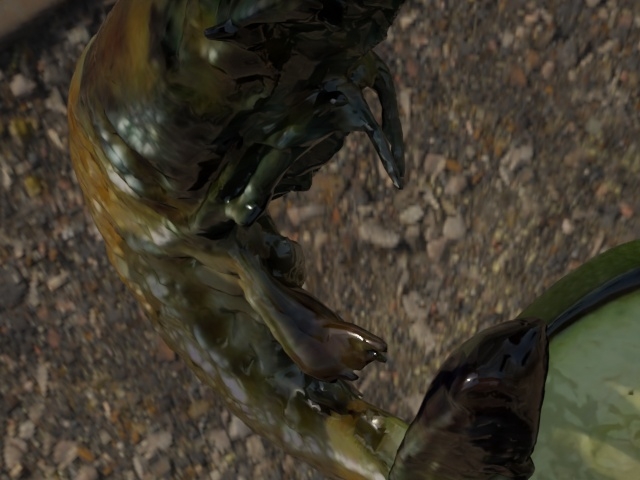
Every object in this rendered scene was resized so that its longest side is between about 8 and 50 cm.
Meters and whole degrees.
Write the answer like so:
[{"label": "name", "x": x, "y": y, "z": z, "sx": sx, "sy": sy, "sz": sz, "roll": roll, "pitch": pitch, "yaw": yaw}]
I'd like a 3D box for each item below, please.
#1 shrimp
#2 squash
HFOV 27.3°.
[{"label": "shrimp", "x": 0.000, "y": 0.000, "z": 0.497, "sx": 0.085, "sy": 0.445, "sz": 0.272, "roll": -35, "pitch": 82, "yaw": -23}, {"label": "squash", "x": 0.184, "y": 0.117, "z": 0.676, "sx": 0.252, "sy": 0.049, "sz": 0.252, "roll": -3, "pitch": 110, "yaw": -7}]
